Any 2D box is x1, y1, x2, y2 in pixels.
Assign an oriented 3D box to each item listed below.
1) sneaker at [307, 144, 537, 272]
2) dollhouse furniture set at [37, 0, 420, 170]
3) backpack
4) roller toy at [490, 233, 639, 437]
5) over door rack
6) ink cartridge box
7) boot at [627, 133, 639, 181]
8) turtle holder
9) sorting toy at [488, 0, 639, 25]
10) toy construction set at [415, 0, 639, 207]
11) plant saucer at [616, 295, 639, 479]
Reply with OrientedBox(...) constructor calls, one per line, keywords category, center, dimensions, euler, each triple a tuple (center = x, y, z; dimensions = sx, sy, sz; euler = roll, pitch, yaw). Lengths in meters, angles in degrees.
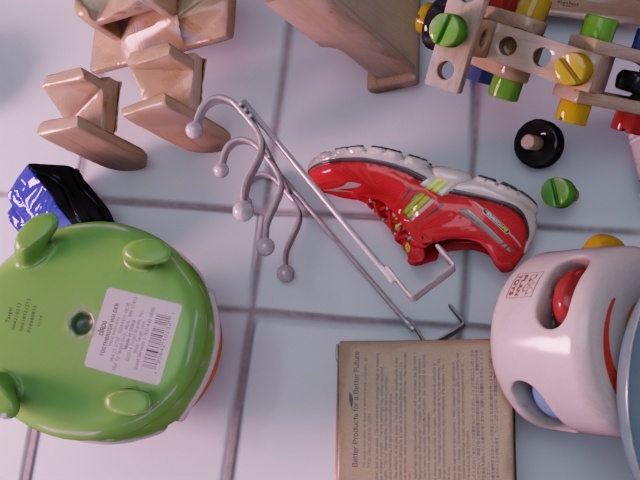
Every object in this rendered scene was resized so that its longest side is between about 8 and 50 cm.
OrientedBox(category="sneaker", center=(0.107, -0.032, 1.197), dimensions=(0.279, 0.107, 0.118), euler=(15, 83, 15))
OrientedBox(category="dollhouse furniture set", center=(-0.107, -0.284, 1.287), dimensions=(0.394, 0.256, 0.361), euler=(-8, 71, 31))
OrientedBox(category="backpack", center=(-0.317, -0.025, 1.280), dimensions=(0.120, 0.098, 0.101), euler=(46, 115, 19))
OrientedBox(category="roller toy", center=(0.277, 0.101, 1.069), dimensions=(0.146, 0.191, 0.209), euler=(-6, 90, 53))
OrientedBox(category="over door rack", center=(0.000, 0.000, 1.133), dimensions=(0.324, 0.239, 0.108), euler=(38, 82, 19))
OrientedBox(category="ink cartridge box", center=(0.116, 0.229, 1.125), dimensions=(0.193, 0.088, 0.234), euler=(-2, 74, 12))
OrientedBox(category="boot", center=(0.484, -0.096, 1.157), dimensions=(0.258, 0.095, 0.123), euler=(-10, 80, 15))
OrientedBox(category="turtle holder", center=(-0.263, 0.117, 1.157), dimensions=(0.321, 0.227, 0.243), euler=(-17, 73, 6))
OrientedBox(category="sorting toy", center=(0.319, -0.360, 1.288), dimensions=(0.193, 0.038, 0.208), euler=(10, 72, 13))
OrientedBox(category="toy construction set", center=(0.250, -0.230, 1.104), dimensions=(0.309, 0.237, 0.257), euler=(-49, 64, 24))
OrientedBox(category="plant saucer", center=(0.394, 0.155, 1.026), dimensions=(0.044, 0.318, 0.317), euler=(-10, 65, 55))
